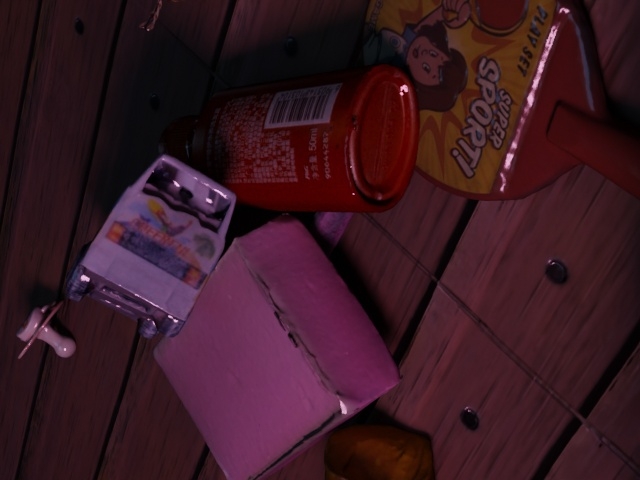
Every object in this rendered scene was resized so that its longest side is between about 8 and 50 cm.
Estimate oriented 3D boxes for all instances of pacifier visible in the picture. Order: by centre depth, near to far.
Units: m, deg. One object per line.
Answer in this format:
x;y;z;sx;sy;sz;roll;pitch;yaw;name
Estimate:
-0.358;0.125;1.334;0.078;0.081;0.099;37;109;-6;pacifier

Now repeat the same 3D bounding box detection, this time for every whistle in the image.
0.000;0.000;0.924;0.033;0.033;0.176;49;131;26;whistle

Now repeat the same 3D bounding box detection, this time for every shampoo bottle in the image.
-0.041;-0.084;0.889;0.314;0.076;0.118;3;90;53;shampoo bottle

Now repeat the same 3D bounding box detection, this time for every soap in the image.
-0.052;0.115;0.944;0.181;0.081;0.259;56;144;12;soap

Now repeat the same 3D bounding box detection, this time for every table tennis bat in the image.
0.141;-0.112;0.741;0.310;0.038;0.200;40;130;37;table tennis bat

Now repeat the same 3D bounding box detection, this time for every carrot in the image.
0.063;0.322;0.893;0.114;0.114;0.302;4;102;47;carrot

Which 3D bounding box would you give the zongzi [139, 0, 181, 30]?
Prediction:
-0.183;-0.313;0.990;0.178;0.081;0.189;23;112;41;zongzi

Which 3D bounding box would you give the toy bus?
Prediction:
-0.165;0.012;0.947;0.136;0.109;0.329;-64;11;-11;toy bus
